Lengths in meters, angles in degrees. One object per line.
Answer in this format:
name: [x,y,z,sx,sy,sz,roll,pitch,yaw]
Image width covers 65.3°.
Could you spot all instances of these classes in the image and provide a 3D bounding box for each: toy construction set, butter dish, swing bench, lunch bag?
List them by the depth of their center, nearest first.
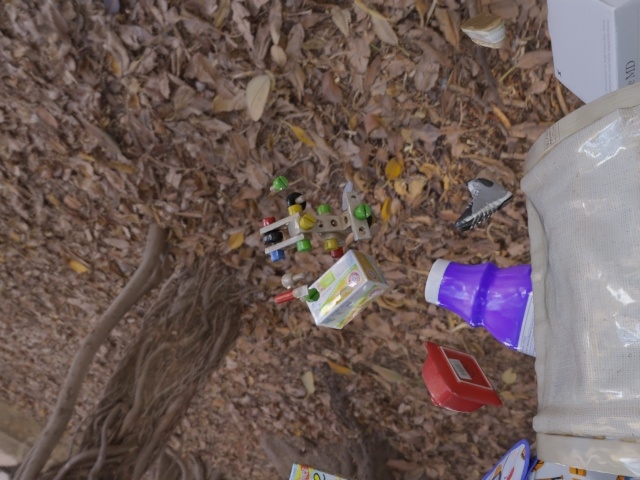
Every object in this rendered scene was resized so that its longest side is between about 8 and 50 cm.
swing bench: [0.267,0.054,0.406,0.255,0.253,0.165,19,157,-31]
butter dish: [0.289,0.321,1.105,0.160,0.160,0.118,21,116,-25]
lunch bag: [0.550,0.619,1.221,0.239,0.386,0.327,52,147,32]
toy construction set: [0.000,0.000,1.228,0.258,0.308,0.237,26,152,-27]

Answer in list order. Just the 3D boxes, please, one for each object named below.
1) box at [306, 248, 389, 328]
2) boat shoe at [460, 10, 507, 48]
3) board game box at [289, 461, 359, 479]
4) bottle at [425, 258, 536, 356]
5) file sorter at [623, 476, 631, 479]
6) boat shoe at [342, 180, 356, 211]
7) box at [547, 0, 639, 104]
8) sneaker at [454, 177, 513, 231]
box: [0.068,0.135,1.361,0.103,0.114,0.203,18,125,-46]
boat shoe: [0.334,-0.423,1.018,0.063,0.170,0.059,-30,115,16]
board game box: [0.046,0.707,1.337,0.276,0.144,0.142,13,159,9]
bottle: [0.281,0.092,0.652,0.283,0.092,0.118,16,122,29]
file sorter: [0.463,0.273,0.649,0.105,0.170,0.118,-2,171,-26]
boat shoe: [0.080,-0.110,1.291,0.035,0.100,0.035,25,135,-21]
box: [0.402,-0.283,0.670,0.119,0.181,0.181,-23,132,11]
sneaker: [0.490,-0.126,1.598,0.132,0.229,0.086,54,160,21]
